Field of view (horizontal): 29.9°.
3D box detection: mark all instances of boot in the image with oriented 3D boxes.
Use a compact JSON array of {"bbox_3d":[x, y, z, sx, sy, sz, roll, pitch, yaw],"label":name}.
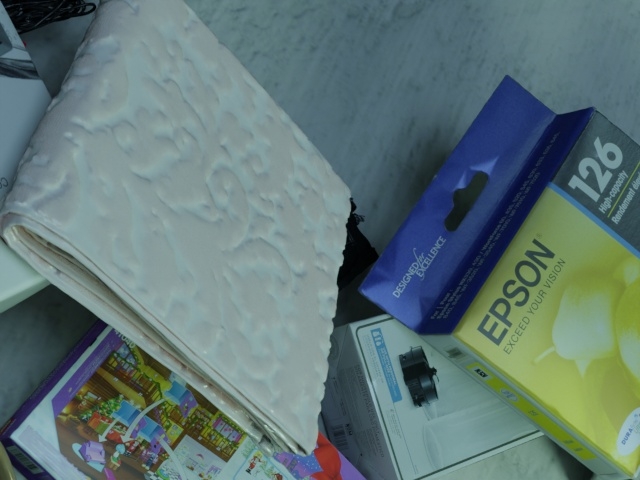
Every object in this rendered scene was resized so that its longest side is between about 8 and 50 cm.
[{"bbox_3d":[0.000,0.000,1.187,0.121,0.045,0.099,-38,100,-42],"label":"boot"}]

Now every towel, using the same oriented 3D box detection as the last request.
[{"bbox_3d":[-0.096,-0.030,0.980,0.317,0.053,0.332,46,33,-29],"label":"towel"}]

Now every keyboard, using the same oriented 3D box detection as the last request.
[{"bbox_3d":[-0.278,-0.208,1.054,0.192,0.038,0.100,-21,48,-36],"label":"keyboard"}]

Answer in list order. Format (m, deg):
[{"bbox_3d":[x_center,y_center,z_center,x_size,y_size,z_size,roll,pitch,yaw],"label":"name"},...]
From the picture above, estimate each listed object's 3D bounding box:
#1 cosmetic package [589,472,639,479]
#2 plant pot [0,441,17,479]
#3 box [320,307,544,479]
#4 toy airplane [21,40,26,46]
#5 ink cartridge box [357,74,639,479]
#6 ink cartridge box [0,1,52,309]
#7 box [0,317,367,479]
[{"bbox_3d":[0.434,0.138,1.329,0.155,0.197,0.365,24,59,14],"label":"cosmetic package"},{"bbox_3d":[-0.311,0.233,0.831,0.237,0.110,0.237,1,90,-75],"label":"plant pot"},{"bbox_3d":[0.138,0.137,1.213,0.290,0.087,0.169,-11,81,-37],"label":"box"},{"bbox_3d":[-0.246,-0.120,1.061,0.151,0.028,0.151,12,68,-33],"label":"toy airplane"},{"bbox_3d":[0.242,0.024,1.172,0.307,0.072,0.303,39,66,-7],"label":"ink cartridge box"},{"bbox_3d":[-0.353,-0.105,0.841,0.395,0.166,0.285,63,28,-4],"label":"ink cartridge box"},{"bbox_3d":[-0.111,0.196,1.043,0.293,0.057,0.201,48,56,-14],"label":"box"}]
